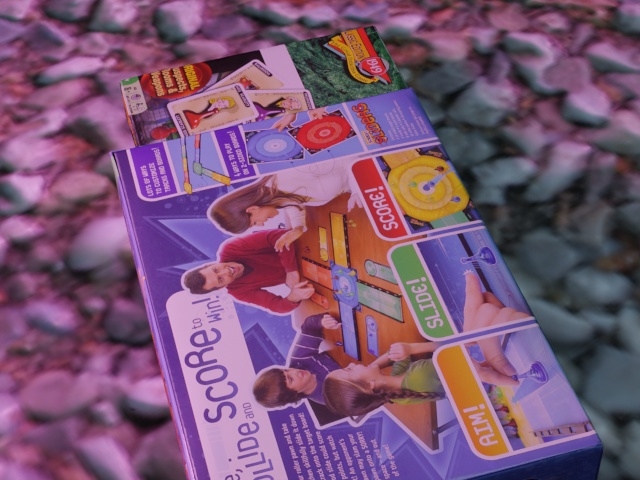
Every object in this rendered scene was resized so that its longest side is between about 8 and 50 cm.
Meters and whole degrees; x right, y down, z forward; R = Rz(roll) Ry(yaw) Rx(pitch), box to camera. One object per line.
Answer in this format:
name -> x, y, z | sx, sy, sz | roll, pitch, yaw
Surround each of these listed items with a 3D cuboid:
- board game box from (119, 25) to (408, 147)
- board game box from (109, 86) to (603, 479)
board game box -> 0.000, 0.000, 0.549 | 0.136, 0.030, 0.260 | -12, 46, -11
board game box -> 0.003, 0.026, 0.479 | 0.136, 0.035, 0.201 | -12, 46, -9
